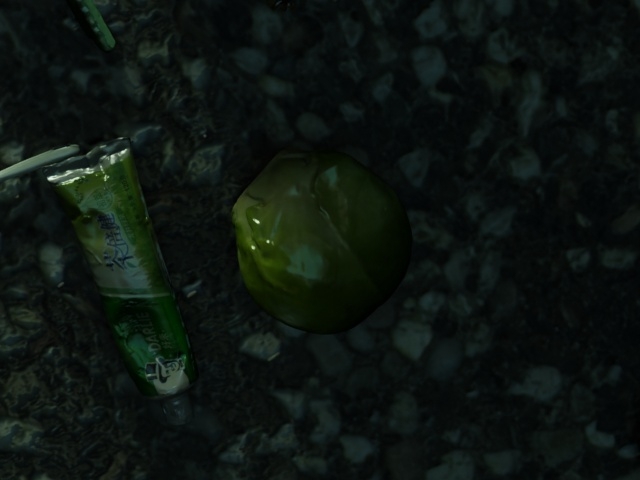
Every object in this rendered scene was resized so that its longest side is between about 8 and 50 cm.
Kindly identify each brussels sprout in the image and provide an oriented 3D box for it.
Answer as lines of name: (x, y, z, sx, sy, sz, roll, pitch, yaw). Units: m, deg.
brussels sprout: (-0.002, 0.001, 1.374, 0.155, 0.117, 0.155, 1, 84, -10)

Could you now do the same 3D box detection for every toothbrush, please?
toothbrush: (-0.292, -0.045, 1.365, 0.204, 0.017, 0.022, -19, 97, -3)

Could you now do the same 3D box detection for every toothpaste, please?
toothpaste: (-0.153, 0.040, 1.397, 0.078, 0.047, 0.248, -21, 106, -11)

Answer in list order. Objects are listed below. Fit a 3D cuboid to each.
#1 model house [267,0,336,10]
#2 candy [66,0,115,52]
model house: (-0.063, -0.274, 1.237, 0.178, 0.206, 0.271, -42, 108, 4)
candy: (-0.233, -0.283, 1.287, 0.097, 0.097, 0.323, -26, 117, -1)
